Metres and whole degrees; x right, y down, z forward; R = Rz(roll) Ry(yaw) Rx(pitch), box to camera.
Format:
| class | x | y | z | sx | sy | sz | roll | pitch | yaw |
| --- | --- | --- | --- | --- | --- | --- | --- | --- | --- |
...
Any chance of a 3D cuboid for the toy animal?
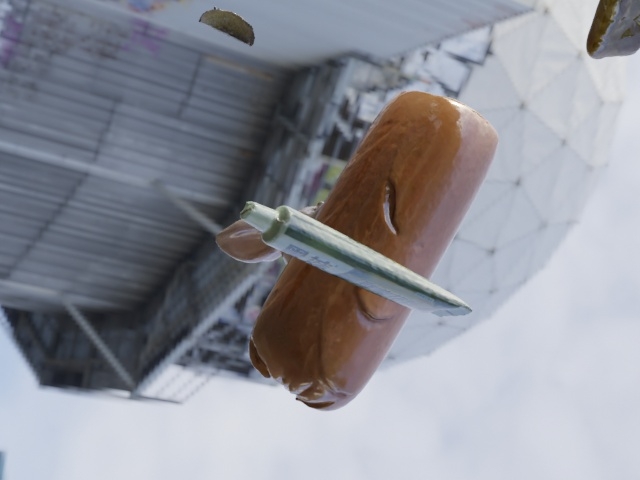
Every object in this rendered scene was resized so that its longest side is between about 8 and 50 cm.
| class | x | y | z | sx | sy | sz | roll | pitch | yaw |
| --- | --- | --- | --- | --- | --- | --- | --- | --- | --- |
| toy animal | 0.001 | -0.002 | 1.469 | 0.124 | 0.212 | 0.124 | 21 | 90 | -82 |

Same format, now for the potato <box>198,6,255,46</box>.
| class | x | y | z | sx | sy | sz | roll | pitch | yaw |
| --- | --- | --- | --- | --- | --- | --- | --- | --- | --- |
| potato | -0.145 | -0.340 | 2.162 | 0.037 | 0.093 | 0.036 | -66 | -164 | 1 |

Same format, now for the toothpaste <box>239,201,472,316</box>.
| class | x | y | z | sx | sy | sz | roll | pitch | yaw |
| --- | --- | --- | --- | --- | --- | --- | --- | --- | --- |
| toothpaste | 0.026 | 0.017 | 1.032 | 0.049 | 0.204 | 0.031 | -11 | -122 | 56 |

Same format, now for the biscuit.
| class | x | y | z | sx | sy | sz | roll | pitch | yaw |
| --- | --- | --- | --- | --- | --- | --- | --- | --- | --- |
| biscuit | 0.358 | -0.268 | 1.369 | 0.039 | 0.183 | 0.174 | -123 | -152 | -44 |

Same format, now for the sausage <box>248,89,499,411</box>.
| class | x | y | z | sx | sy | sz | roll | pitch | yaw |
| --- | --- | --- | --- | --- | --- | --- | --- | --- | --- |
| sausage | 0.046 | 0.010 | 1.254 | 0.121 | 0.121 | 0.304 | 14 | -110 | 57 |
